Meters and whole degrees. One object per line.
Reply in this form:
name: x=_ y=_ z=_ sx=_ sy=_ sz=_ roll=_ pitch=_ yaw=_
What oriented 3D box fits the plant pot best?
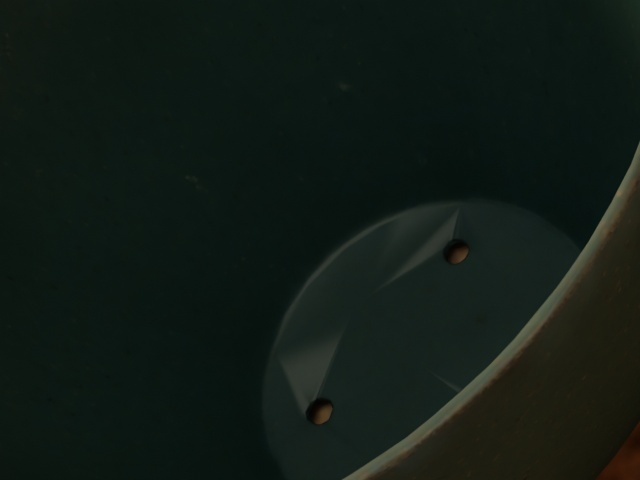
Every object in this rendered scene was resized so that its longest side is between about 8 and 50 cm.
plant pot: x=0.000 y=0.000 z=0.516 sx=0.290 sy=0.195 sz=0.290 roll=-14 pitch=55 yaw=21
